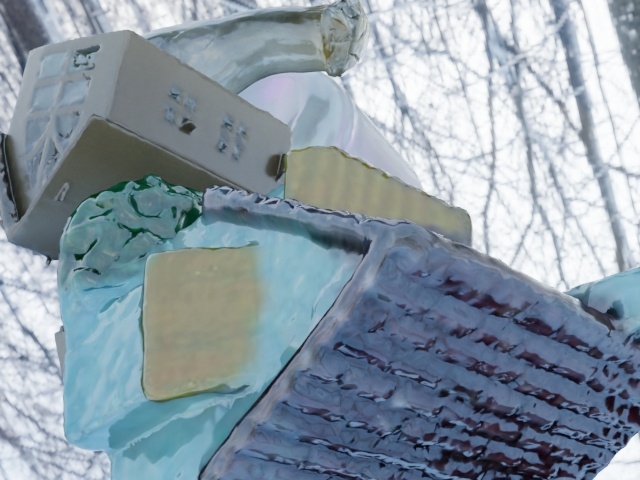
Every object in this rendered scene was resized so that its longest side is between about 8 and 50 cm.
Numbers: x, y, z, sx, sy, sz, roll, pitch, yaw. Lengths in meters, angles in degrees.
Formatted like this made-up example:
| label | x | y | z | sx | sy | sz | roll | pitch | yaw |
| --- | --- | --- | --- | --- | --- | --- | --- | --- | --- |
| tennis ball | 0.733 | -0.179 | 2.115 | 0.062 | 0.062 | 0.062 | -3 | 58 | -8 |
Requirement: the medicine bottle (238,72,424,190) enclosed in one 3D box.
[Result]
| label | x | y | z | sx | sy | sz | roll | pitch | yaw |
| --- | --- | --- | --- | --- | --- | --- | --- | --- | --- |
| medicine bottle | 0.000 | 0.000 | 1.012 | 0.241 | 0.302 | 0.241 | -29 | -145 | 23 |

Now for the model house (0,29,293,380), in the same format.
| label | x | y | z | sx | sy | sz | roll | pitch | yaw |
| --- | --- | --- | --- | --- | --- | --- | --- | --- | --- |
| model house | -0.153 | 0.009 | 0.687 | 0.176 | 0.181 | 0.248 | -3 | -111 | 40 |

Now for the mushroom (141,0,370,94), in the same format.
| label | x | y | z | sx | sy | sz | roll | pitch | yaw |
| --- | --- | --- | --- | --- | --- | --- | --- | --- | --- |
| mushroom | -0.065 | -0.166 | 0.874 | 0.223 | 0.081 | 0.092 | -15 | -145 | -2 |

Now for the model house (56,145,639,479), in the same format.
| label | x | y | z | sx | sy | sz | roll | pitch | yaw |
| --- | --- | --- | --- | --- | --- | --- | --- | --- | --- |
| model house | 0.039 | 0.041 | 0.546 | 0.249 | 0.280 | 0.230 | -33 | -129 | 33 |
